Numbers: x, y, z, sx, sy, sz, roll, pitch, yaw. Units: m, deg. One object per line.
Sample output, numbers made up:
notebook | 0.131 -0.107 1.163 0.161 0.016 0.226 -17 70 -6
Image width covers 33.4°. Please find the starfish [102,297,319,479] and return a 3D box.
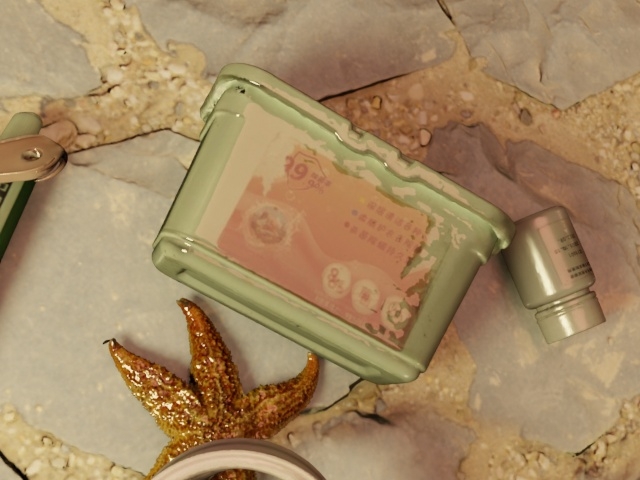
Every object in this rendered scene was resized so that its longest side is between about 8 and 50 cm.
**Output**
starfish | -0.097 0.164 0.986 0.241 0.043 0.227 -28 87 -28

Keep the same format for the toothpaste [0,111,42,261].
toothpaste | -0.334 0.055 0.924 0.099 0.061 0.392 21 70 -3

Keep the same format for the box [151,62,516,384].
box | 0.000 0.000 1.000 0.312 0.175 0.182 28 76 -9

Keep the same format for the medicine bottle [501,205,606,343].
medicine bottle | 0.241 0.036 1.111 0.080 0.080 0.130 -19 83 -22

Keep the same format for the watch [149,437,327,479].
watch | -0.093 0.272 0.853 0.244 0.196 0.231 21 87 -2

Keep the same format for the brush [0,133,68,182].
brush | -0.371 -0.039 0.913 0.313 0.067 0.072 -10 46 -7
